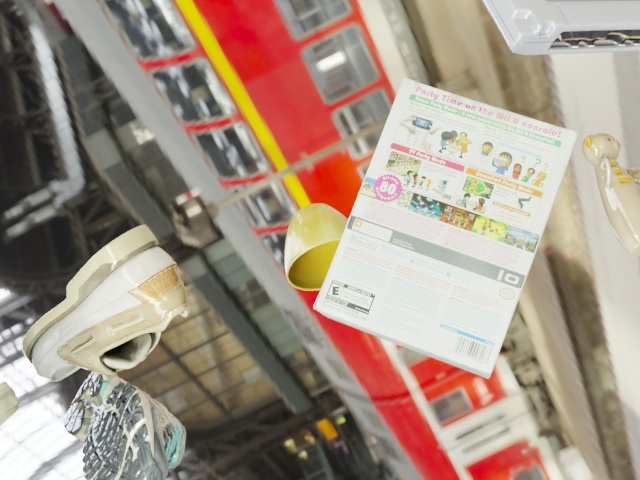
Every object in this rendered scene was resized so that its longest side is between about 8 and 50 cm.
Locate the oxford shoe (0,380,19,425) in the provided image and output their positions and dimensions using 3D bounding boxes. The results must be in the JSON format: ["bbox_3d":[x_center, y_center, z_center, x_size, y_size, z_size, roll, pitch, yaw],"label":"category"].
[{"bbox_3d":[-0.480,0.207,0.987,0.130,0.449,0.169,67,-158,-2],"label":"oxford shoe"}]

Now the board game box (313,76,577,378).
[{"bbox_3d":[0.152,-0.016,1.267,0.224,0.303,0.097,20,173,13],"label":"board game box"}]

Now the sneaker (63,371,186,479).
[{"bbox_3d":[-0.198,0.220,1.188,0.122,0.110,0.283,28,180,-23],"label":"sneaker"}]

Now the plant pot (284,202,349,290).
[{"bbox_3d":[0.000,0.000,1.607,0.134,0.134,0.095,59,-170,-58],"label":"plant pot"}]

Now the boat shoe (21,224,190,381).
[{"bbox_3d":[-0.238,0.100,1.152,0.103,0.113,0.302,52,141,4],"label":"boat shoe"}]

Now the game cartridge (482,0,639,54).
[{"bbox_3d":[0.304,-0.309,1.242,0.060,0.294,0.196,-54,50,52],"label":"game cartridge"}]

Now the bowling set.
[{"bbox_3d":[0.446,-0.052,1.203,0.287,0.200,0.154,33,-144,-51],"label":"bowling set"}]
